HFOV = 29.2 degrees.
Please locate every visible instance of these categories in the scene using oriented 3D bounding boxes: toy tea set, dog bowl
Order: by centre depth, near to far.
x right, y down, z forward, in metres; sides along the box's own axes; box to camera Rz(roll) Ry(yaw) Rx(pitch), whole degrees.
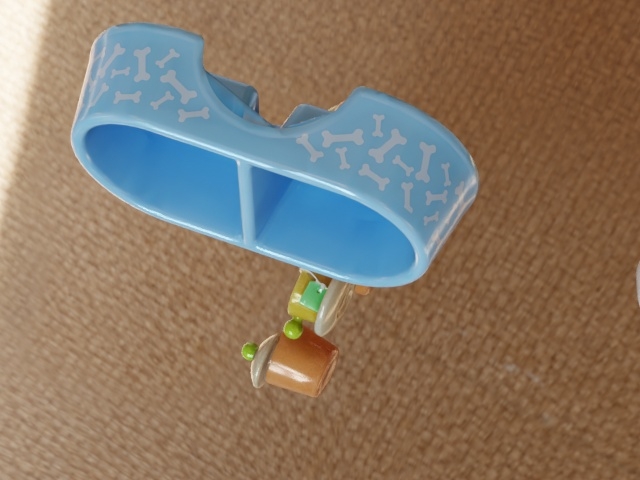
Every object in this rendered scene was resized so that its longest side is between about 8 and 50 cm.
[{"bbox_3d":[-0.041,-0.052,0.869,0.297,0.166,0.074,19,64,8],"label":"dog bowl"},{"bbox_3d":[0.000,0.000,1.299,0.124,0.200,0.336,24,81,13],"label":"toy tea set"}]

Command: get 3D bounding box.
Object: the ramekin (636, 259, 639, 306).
[{"bbox_3d":[0.290,0.054,0.695,0.207,0.207,0.109,-2,66,0],"label":"ramekin"}]
